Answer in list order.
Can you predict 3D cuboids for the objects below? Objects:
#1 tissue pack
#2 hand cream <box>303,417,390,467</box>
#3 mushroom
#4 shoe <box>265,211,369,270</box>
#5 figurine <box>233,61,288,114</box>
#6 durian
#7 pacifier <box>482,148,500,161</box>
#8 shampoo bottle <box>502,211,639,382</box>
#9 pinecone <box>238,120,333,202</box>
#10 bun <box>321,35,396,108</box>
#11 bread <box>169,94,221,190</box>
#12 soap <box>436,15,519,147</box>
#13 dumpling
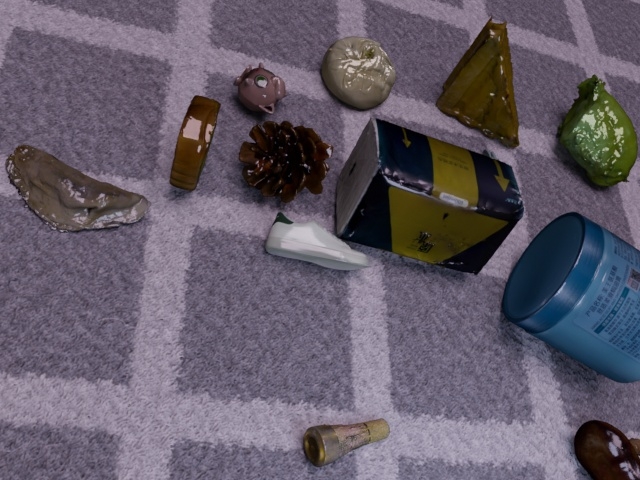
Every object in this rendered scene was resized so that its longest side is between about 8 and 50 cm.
[{"bbox_3d":[0.274,-0.108,1.735,0.416,0.264,0.253,15,43,-16],"label":"tissue pack"},{"bbox_3d":[0.064,0.426,1.463,0.203,0.084,0.084,-6,64,-34],"label":"hand cream"},{"bbox_3d":[0.746,0.528,1.681,0.217,0.148,0.227,-19,79,-50],"label":"mushroom"},{"bbox_3d":[0.000,0.000,1.655,0.265,0.095,0.110,11,73,-15],"label":"shoe"},{"bbox_3d":[-0.162,-0.409,1.819,0.138,0.125,0.125,34,54,-4],"label":"figurine"},{"bbox_3d":[0.908,-0.340,2.213,0.256,0.204,0.340,-42,92,-22],"label":"durian"},{"bbox_3d":[0.486,-0.199,1.996,0.116,0.127,0.150,-11,71,-2],"label":"pacifier"},{"bbox_3d":[0.712,0.150,1.742,0.342,0.331,0.331,30,54,-5],"label":"shampoo bottle"},{"bbox_3d":[-0.093,-0.196,1.668,0.228,0.201,0.203,7,94,13],"label":"pinecone"},{"bbox_3d":[0.119,-0.508,1.989,0.229,0.145,0.229,13,55,-20],"label":"bun"},{"bbox_3d":[-0.295,-0.228,1.588,0.070,0.236,0.236,17,56,-10],"label":"bread"},{"bbox_3d":[0.563,-0.475,2.039,0.304,0.339,0.169,26,56,-6],"label":"soap"},{"bbox_3d":[-0.556,-0.108,1.498,0.332,0.086,0.166,22,52,-6],"label":"dumpling"}]
